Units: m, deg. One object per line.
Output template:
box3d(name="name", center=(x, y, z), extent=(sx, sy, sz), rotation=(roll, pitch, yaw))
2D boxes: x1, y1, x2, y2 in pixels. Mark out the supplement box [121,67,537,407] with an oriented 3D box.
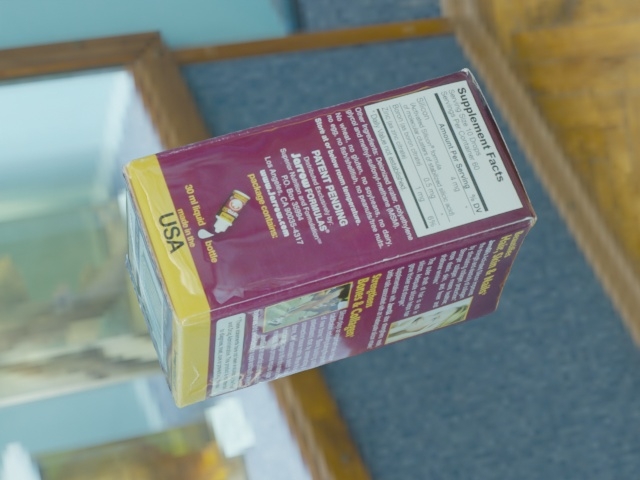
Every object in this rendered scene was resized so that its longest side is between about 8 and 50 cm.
box3d(name="supplement box", center=(0.000, 0.000, 0.433), extent=(0.055, 0.083, 0.043), rotation=(101, 150, -64))
